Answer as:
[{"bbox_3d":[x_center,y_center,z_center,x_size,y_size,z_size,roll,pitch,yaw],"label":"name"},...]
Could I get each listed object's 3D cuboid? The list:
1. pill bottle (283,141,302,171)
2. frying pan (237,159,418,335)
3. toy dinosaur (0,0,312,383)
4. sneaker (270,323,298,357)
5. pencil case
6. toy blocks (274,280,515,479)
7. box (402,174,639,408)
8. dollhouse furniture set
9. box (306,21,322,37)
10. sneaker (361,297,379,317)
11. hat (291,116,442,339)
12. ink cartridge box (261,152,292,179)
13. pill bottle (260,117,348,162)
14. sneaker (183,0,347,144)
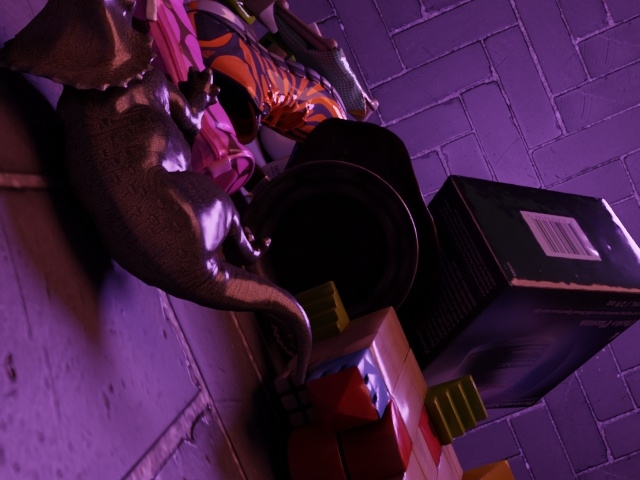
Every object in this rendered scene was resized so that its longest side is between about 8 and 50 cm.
[{"bbox_3d":[-0.004,-0.090,1.175,0.122,0.123,0.219,62,37,-43],"label":"pill bottle"},{"bbox_3d":[-0.052,-0.013,0.791,0.326,0.197,0.053,23,3,5],"label":"frying pan"},{"bbox_3d":[-0.109,-0.037,0.457,0.160,0.121,0.313,-26,98,-73],"label":"toy dinosaur"},{"bbox_3d":[-0.036,0.080,0.848,0.047,0.057,0.119,29,39,-85],"label":"sneaker"},{"bbox_3d":[-0.130,-0.138,0.649,0.098,0.095,0.209,-35,-103,59],"label":"pencil case"},{"bbox_3d":[0.058,0.235,0.643,0.381,0.191,0.261,67,16,-3],"label":"toy blocks"},{"bbox_3d":[0.239,0.089,0.974,0.294,0.297,0.182,-56,-139,40],"label":"box"},{"bbox_3d":[-0.071,-0.285,1.183,0.301,0.151,0.197,47,4,33],"label":"dollhouse furniture set"},{"bbox_3d":[-0.075,-0.344,1.482,0.103,0.203,0.114,62,7,-46],"label":"box"},{"bbox_3d":[0.073,0.176,0.847,0.083,0.098,0.223,-154,-112,-70],"label":"sneaker"},{"bbox_3d":[0.000,0.000,0.916,0.331,0.134,0.331,33,-49,49],"label":"hat"},{"bbox_3d":[-0.016,-0.050,1.374,0.237,0.100,0.171,51,16,-73],"label":"ink cartridge box"},{"bbox_3d":[0.006,-0.158,1.604,0.334,0.188,0.187,62,7,-52],"label":"pill bottle"},{"bbox_3d":[-0.081,-0.182,1.009,0.321,0.125,0.180,27,39,-35],"label":"sneaker"}]
